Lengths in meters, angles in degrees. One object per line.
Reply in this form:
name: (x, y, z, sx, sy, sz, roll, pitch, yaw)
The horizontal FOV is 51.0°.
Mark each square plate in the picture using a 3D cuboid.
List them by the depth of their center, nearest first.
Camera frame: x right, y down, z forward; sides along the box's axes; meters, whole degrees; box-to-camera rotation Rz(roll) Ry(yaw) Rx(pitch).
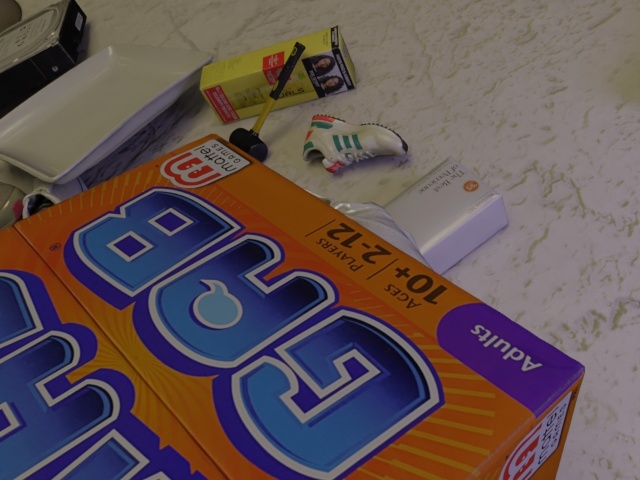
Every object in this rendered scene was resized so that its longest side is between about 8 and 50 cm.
square plate: (-0.394, -0.226, 1.157, 0.343, 0.049, 0.347, 19, 55, 42)

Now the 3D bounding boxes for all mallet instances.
mallet: (-0.069, -0.200, 0.994, 0.190, 0.039, 0.062, -54, 53, 18)

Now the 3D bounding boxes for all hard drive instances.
hard drive: (-0.649, -0.362, 1.378, 0.338, 0.064, 0.237, -24, 41, 10)

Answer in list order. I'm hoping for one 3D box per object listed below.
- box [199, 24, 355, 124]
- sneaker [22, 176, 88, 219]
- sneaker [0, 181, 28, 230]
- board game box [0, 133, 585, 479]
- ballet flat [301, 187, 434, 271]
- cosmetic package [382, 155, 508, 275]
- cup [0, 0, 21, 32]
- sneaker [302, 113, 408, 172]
box: (-0.067, -0.257, 1.053, 0.232, 0.087, 0.058, -11, 52, 15)
sneaker: (-0.415, -0.053, 1.050, 0.094, 0.091, 0.258, -33, 48, -2)
sneaker: (-0.604, -0.073, 1.135, 0.252, 0.111, 0.103, 6, 58, 27)
board game box: (-0.094, 0.202, 0.482, 0.356, 0.357, 0.356, -31, 45, -28)
ballet flat: (0.000, 0.000, 0.738, 0.400, 0.139, 0.139, 19, 65, 37)
cosmetic package: (0.097, 0.007, 0.801, 0.239, 0.060, 0.099, -37, 50, -5)
cup: (-0.901, -0.540, 1.533, 0.330, 0.237, 0.331, -12, 51, 15)
sneaker: (0.044, -0.124, 0.934, 0.161, 0.057, 0.075, 18, 81, 32)
